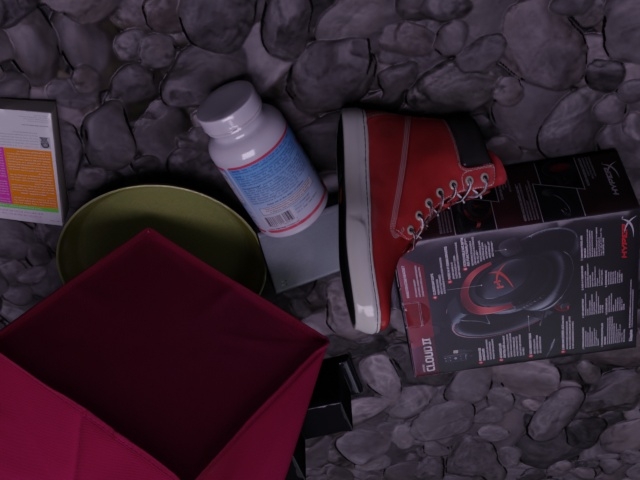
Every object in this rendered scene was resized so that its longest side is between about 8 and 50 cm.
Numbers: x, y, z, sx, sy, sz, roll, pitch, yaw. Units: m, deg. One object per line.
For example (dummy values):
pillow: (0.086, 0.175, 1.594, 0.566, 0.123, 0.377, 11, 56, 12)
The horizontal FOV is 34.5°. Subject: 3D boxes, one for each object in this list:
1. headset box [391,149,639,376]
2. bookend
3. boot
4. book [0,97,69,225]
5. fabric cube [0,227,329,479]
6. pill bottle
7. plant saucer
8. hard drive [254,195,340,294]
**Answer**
headset box: (0.202, 0.033, 1.172, 0.293, 0.110, 0.218, -9, 130, 6)
bookend: (-0.025, 0.240, 1.315, 0.157, 0.156, 0.072, -14, 130, 9)
boot: (0.106, -0.022, 1.042, 0.176, 0.244, 0.088, 3, 156, -5)
book: (-0.327, -0.085, 1.107, 0.096, 0.035, 0.144, 4, 130, -1)
fabric cube: (-0.179, 0.194, 1.100, 0.259, 0.254, 0.258, 31, 130, 17)
pill bottle: (-0.062, -0.085, 1.077, 0.087, 0.087, 0.160, -20, 128, 15)
plant saucer: (-0.182, 0.020, 1.198, 0.241, 0.037, 0.241, -1, 132, -1)
hard drive: (0.000, 0.000, 1.172, 0.135, 0.022, 0.094, -20, 130, -7)
